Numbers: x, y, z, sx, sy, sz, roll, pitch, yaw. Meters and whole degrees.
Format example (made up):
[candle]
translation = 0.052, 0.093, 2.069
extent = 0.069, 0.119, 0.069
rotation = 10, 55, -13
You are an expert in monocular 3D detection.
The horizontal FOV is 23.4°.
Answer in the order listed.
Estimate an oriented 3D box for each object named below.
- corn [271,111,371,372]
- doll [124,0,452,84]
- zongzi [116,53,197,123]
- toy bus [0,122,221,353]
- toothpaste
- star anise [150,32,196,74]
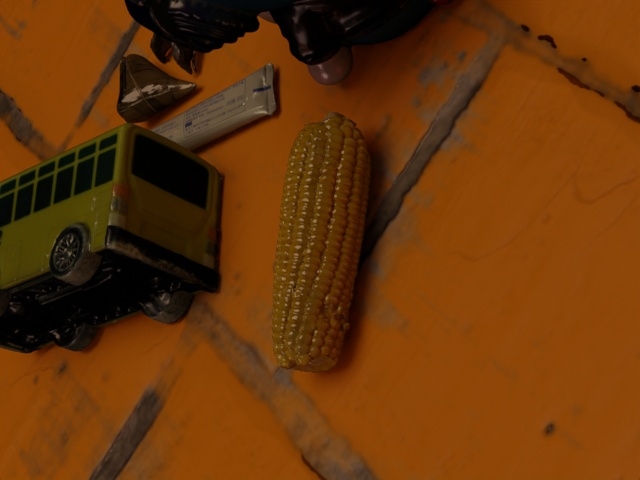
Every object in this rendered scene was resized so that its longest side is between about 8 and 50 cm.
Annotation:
[corn]
translation = 0.000, 0.000, 1.172
extent = 0.067, 0.067, 0.206
rotation = -11, 66, 44
[doll]
translation = -0.037, -0.269, 1.159
extent = 0.240, 0.310, 0.284
rotation = 24, 89, 48
[zongzi]
translation = -0.151, -0.154, 1.435
extent = 0.083, 0.040, 0.076
rotation = -26, 47, 22
[toy bus]
translation = -0.217, 0.004, 1.356
extent = 0.262, 0.128, 0.150
rotation = -19, 58, 39
[toothpaste]
translation = -0.122, -0.095, 1.378
extent = 0.218, 0.033, 0.052
rotation = -24, 56, 35
[star anise]
translation = -0.120, -0.224, 1.430
extent = 0.141, 0.042, 0.141
rotation = -24, 54, 37
